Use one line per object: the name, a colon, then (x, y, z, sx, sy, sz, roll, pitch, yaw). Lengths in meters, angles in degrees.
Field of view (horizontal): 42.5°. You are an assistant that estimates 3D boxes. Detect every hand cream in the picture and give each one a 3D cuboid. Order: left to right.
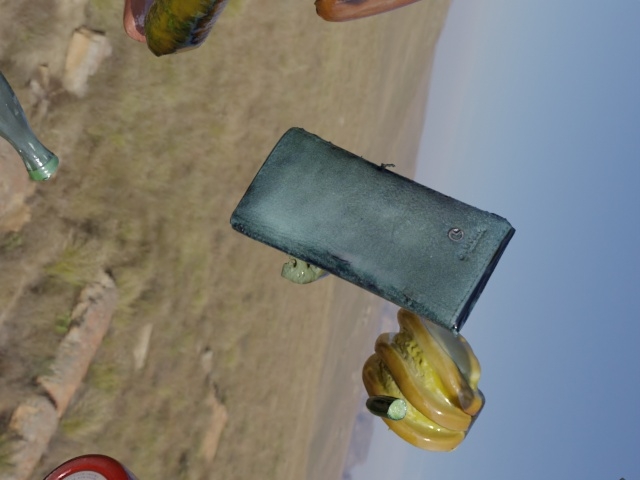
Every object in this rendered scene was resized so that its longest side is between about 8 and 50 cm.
hand cream: (-0.355, 0.443, 1.288, 0.125, 0.193, 0.193, 70, 29, -49)

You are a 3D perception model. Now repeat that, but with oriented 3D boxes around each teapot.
teapot: (-0.273, -0.102, 0.722, 0.111, 0.043, 0.043, 62, 31, -35)

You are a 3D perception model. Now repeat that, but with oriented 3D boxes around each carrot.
carrot: (-0.158, -0.287, 1.005, 0.173, 0.082, 0.082, -27, -140, 51)

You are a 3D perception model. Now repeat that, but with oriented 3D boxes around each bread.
bread: (0.224, 0.310, 1.863, 0.316, 0.211, 0.270, 57, -40, 41)

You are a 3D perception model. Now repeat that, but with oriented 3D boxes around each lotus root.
lotus root: (0.000, 0.000, 1.844, 0.119, 0.138, 0.235, -18, 141, -40)

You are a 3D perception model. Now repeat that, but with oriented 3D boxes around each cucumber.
cucumber: (0.132, 0.346, 1.710, 0.105, 0.048, 0.048, -4, -111, 58)

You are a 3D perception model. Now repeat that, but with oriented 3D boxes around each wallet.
wallet: (0.066, -0.024, 1.160, 0.191, 0.379, 0.046, -57, 157, -20)

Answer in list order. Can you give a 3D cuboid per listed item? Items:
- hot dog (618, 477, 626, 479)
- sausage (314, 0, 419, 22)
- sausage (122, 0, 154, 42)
hot dog: (0.521, 0.548, 1.414, 0.162, 0.082, 0.270, 110, -18, -56)
sausage: (0.086, -0.385, 1.261, 0.076, 0.197, 0.076, -14, 90, -87)
sausage: (-0.258, -0.357, 1.212, 0.062, 0.062, 0.154, 96, -11, -55)
